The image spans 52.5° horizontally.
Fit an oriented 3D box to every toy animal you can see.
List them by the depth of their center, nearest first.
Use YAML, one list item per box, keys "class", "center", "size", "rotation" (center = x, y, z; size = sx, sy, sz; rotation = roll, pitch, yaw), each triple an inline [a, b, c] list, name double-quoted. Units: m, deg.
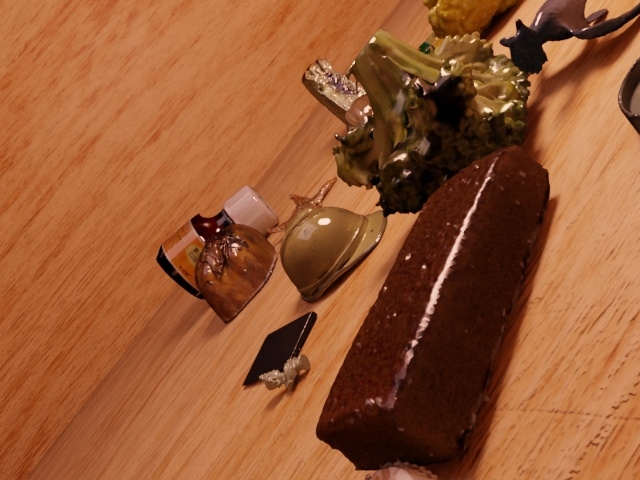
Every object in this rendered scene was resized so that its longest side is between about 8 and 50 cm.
- class: "toy animal"
  center: [0.377, -0.341, 1.032]
  size: [0.239, 0.255, 0.176]
  rotation: [13, 101, 53]

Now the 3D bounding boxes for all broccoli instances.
- class: "broccoli"
  center: [0.174, -0.213, 1.029]
  size: [0.348, 0.281, 0.293]
  rotation: [-54, 6, -11]

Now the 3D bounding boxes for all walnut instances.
- class: "walnut"
  center: [0.132, -0.319, 1.722]
  size: [0.140, 0.140, 0.162]
  rotation: [-47, 25, 14]

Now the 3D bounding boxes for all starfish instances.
- class: "starfish"
  center: [-0.066, -0.069, 1.880]
  size: [0.231, 0.048, 0.295]
  rotation: [-7, 46, 55]

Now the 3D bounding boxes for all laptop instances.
- class: "laptop"
  center: [-0.083, 0.219, 1.290]
  size: [0.197, 0.016, 0.135]
  rotation: [-34, 23, 52]

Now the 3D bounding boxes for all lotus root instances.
- class: "lotus root"
  center: [-0.254, 0.079, 1.847]
  size: [0.272, 0.192, 0.272]
  rotation: [-39, 21, 18]

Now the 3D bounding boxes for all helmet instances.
- class: "helmet"
  center: [0.000, -0.005, 1.337]
  size: [0.257, 0.137, 0.204]
  rotation: [-44, 16, 23]

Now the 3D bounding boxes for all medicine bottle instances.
- class: "medicine bottle"
  center: [-0.338, -0.008, 2.163]
  size: [0.395, 0.242, 0.242]
  rotation: [-46, 15, 3]

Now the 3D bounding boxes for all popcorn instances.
- class: "popcorn"
  center: [0.370, -0.608, 1.586]
  size: [0.242, 0.235, 0.250]
  rotation: [63, -136, -60]

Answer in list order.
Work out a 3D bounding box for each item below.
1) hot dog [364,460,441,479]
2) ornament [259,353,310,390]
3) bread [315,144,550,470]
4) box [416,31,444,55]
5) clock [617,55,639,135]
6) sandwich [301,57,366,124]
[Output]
- class: "hot dog"
  center: [0.032, 0.312, 0.616]
  size: [0.252, 0.069, 0.131]
  rotation: [-50, 23, 15]
- class: "ornament"
  center: [-0.058, 0.232, 1.130]
  size: [0.092, 0.041, 0.068]
  rotation: [-41, 20, -1]
- class: "bread"
  center: [0.148, 0.068, 0.772]
  size: [0.165, 0.113, 0.416]
  rotation: [-30, 24, 53]
- class: "box"
  center: [0.367, -0.625, 1.963]
  size: [0.235, 0.034, 0.132]
  rotation: [-48, 15, 14]
- class: "clock"
  center: [0.432, -0.203, 0.716]
  size: [0.215, 0.042, 0.215]
  rotation: [-46, 15, 16]
- class: "sandwich"
  center: [0.068, -0.456, 2.025]
  size: [0.099, 0.254, 0.288]
  rotation: [-46, 17, -2]
